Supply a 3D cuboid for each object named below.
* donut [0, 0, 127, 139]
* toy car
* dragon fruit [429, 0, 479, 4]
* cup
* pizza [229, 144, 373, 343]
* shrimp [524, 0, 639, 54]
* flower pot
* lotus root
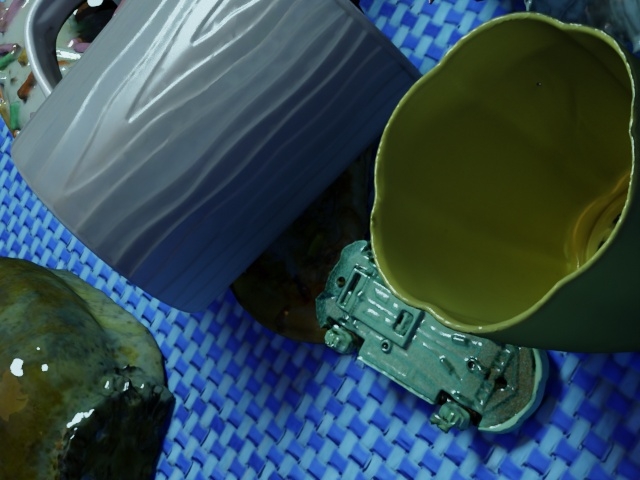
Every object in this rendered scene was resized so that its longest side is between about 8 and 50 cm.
[{"bbox_3d":[-0.185,-0.228,1.269,0.383,0.142,0.382,-21,59,39],"label":"donut"},{"bbox_3d":[0.079,0.071,0.927,0.186,0.058,0.093,31,97,29],"label":"toy car"},{"bbox_3d":[0.132,-0.300,0.912,0.241,0.241,0.252,-1,58,45],"label":"dragon fruit"},{"bbox_3d":[-0.102,-0.126,1.014,0.273,0.288,0.208,-48,3,6],"label":"cup"},{"bbox_3d":[0.000,0.000,1.056,0.176,0.036,0.185,-58,43,10],"label":"pizza"},{"bbox_3d":[0.296,-0.185,0.761,0.411,0.166,0.221,-12,97,57],"label":"shrimp"},{"bbox_3d":[0.157,-0.019,0.798,0.195,0.179,0.195,-19,61,40],"label":"flower pot"},{"bbox_3d":[-0.273,0.171,1.182,0.260,0.149,0.267,26,95,49],"label":"lotus root"}]
